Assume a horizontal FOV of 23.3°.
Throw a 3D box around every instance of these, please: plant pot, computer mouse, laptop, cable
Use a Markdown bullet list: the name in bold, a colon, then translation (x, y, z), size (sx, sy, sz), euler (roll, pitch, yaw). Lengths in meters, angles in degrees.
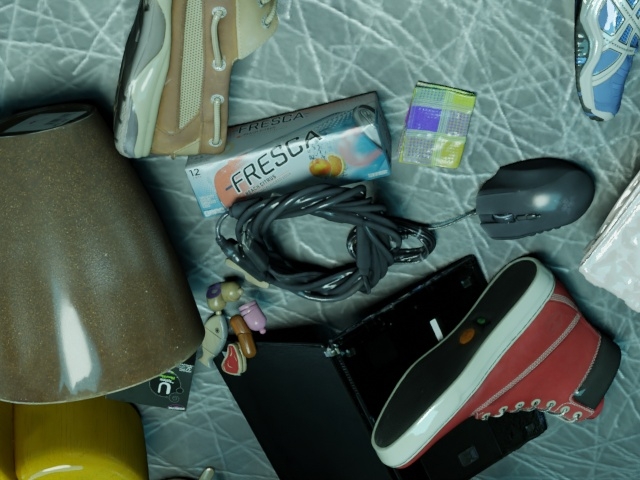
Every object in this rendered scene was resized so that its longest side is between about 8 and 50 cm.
- **plant pot**: translation (-0.231, -0.001, 1.417), size (0.215, 0.215, 0.230), euler (-7, 108, 8)
- **computer mouse**: translation (0.140, -0.017, 1.465), size (0.242, 0.041, 0.071), euler (-18, 121, 15)
- **laptop**: translation (0.060, 0.149, 1.593), size (0.264, 0.136, 0.234), euler (-31, 120, -8)
- **cable**: translation (0.000, 0.000, 1.445), size (0.151, 0.047, 0.184), euler (-25, 141, 21)

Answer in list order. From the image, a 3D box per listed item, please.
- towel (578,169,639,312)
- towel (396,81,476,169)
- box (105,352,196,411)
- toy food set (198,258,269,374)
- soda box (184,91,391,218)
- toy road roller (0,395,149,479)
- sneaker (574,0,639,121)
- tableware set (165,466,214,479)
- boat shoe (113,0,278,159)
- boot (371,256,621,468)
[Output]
- **towel**: translation (0.449, -0.018, 1.403), size (0.332, 0.053, 0.317), euler (31, 108, -12)
- **towel**: translation (0.107, -0.103, 1.429), size (0.060, 0.009, 0.083), euler (11, 123, -3)
- **box**: translation (-0.170, 0.128, 1.568), size (0.083, 0.052, 0.062), euler (9, 122, -5)
- **toy food set**: translation (-0.086, 0.084, 1.527), size (0.078, 0.019, 0.122), euler (26, 118, 29)
- **soda box**: translation (-0.029, -0.078, 1.421), size (0.183, 0.063, 0.058), euler (-14, 122, 11)
- **toy road roller**: translation (-0.321, 0.215, 1.553), size (0.241, 0.202, 0.329), euler (-32, 122, 8)
- **sneaker**: translation (0.257, -0.194, 1.321), size (0.081, 0.080, 0.211), euler (2, 124, 6)
- **tableware set**: translation (-0.128, 0.335, 1.708), size (0.128, 0.039, 0.194), euler (-12, 116, 24)
- **boat shoe**: translation (-0.094, -0.207, 1.319), size (0.116, 0.123, 0.324), euler (10, 129, -12)
- **boot**: translation (0.180, 0.160, 1.511), size (0.244, 0.088, 0.176), euler (-46, 115, -3)
